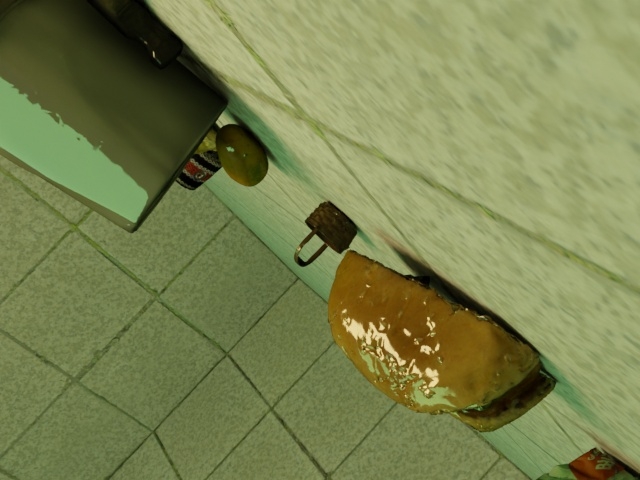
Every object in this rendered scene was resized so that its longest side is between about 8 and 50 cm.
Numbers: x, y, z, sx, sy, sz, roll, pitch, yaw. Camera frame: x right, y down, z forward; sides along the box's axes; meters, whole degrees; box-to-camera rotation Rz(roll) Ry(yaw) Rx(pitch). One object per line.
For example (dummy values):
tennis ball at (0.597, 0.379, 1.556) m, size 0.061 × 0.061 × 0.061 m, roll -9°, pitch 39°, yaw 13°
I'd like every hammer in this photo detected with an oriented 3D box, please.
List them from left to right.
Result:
hammer at (-0.186, -0.247, 0.677) m, size 0.168 × 0.044 × 0.440 m, roll 43°, pitch 175°, yaw -9°

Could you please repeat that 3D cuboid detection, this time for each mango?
mango at (-0.106, -0.114, 1.069) m, size 0.079 × 0.057 × 0.114 m, roll 50°, pitch 174°, yaw 18°

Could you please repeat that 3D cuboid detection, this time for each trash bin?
trash bin at (-0.265, -0.158, 0.947) m, size 0.250 × 0.220 × 0.219 m, roll 36°, pitch -144°, yaw -9°

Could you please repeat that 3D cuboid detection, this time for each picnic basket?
picnic basket at (0.000, 0.000, 1.016) m, size 0.072 × 0.083 × 0.072 m, roll 44°, pitch 175°, yaw 5°

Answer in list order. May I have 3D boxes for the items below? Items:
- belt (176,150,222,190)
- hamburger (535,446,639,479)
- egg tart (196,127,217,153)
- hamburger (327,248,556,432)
belt at (-0.327, -0.236, 1.463) m, size 0.359 × 0.094 × 0.126 m, roll 44°, pitch -167°, yaw -18°
hamburger at (0.363, 0.370, 0.873) m, size 0.276 × 0.150 × 0.260 m, roll 38°, pitch 174°, yaw 46°
egg tart at (-0.267, -0.216, 1.318) m, size 0.232 × 0.098 × 0.252 m, roll 44°, pitch 180°, yaw 37°
hamburger at (0.102, 0.105, 0.850) m, size 0.262 × 0.131 × 0.124 m, roll 32°, pitch 169°, yaw 43°
